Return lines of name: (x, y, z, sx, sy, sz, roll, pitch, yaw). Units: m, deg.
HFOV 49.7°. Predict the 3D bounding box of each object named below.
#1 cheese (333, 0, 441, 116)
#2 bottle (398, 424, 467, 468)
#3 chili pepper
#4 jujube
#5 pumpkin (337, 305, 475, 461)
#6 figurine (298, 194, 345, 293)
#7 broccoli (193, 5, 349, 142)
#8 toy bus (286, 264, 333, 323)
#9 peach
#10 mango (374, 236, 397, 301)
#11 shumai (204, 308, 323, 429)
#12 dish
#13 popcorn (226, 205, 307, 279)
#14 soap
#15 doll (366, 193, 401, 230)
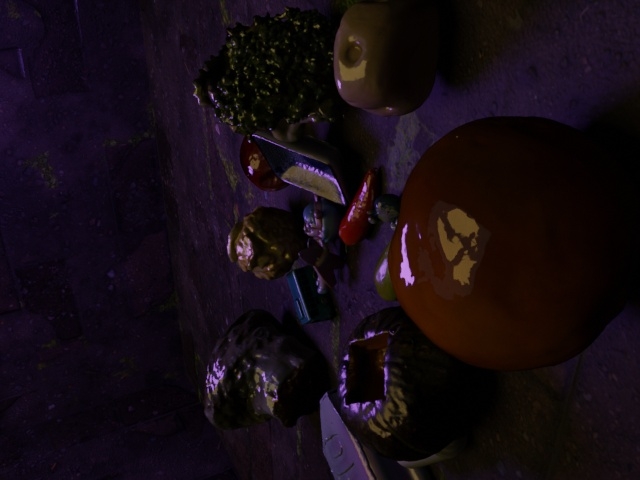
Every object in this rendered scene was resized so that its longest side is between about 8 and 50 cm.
cheese: (0.121, -0.309, 1.174, 0.117, 0.235, 0.218, 23, 153, 36)
bottle: (0.237, 0.418, 1.469, 0.104, 0.104, 0.245, 67, 155, 17)
chili pepper: (0.087, -0.056, 1.571, 0.071, 0.063, 0.272, 48, 144, 23)
jujube: (-0.135, -0.240, 1.838, 0.168, 0.168, 0.236, 101, 162, -45)
pumpkin: (0.161, 0.276, 1.364, 0.320, 0.192, 0.321, -37, 44, 46)
figurine: (0.012, 0.003, 1.748, 0.205, 0.102, 0.260, -75, -15, -59)
broccoli: (-0.089, -0.339, 1.450, 0.272, 0.323, 0.334, -56, 41, 39)
toy bus: (-0.031, 0.153, 1.908, 0.079, 0.091, 0.160, -38, 70, 66)
peach: (0.262, 0.010, 0.925, 0.301, 0.342, 0.343, 26, 131, 31)
mango: (0.155, 0.058, 1.468, 0.091, 0.074, 0.165, 51, 146, 46)
shumai: (-0.145, 0.418, 2.118, 0.323, 0.397, 0.324, 8, 136, 32)
dish: (-0.026, -0.189, 1.628, 0.243, 0.080, 0.182, 25, 161, 31)
popcorn: (-0.155, 0.002, 1.912, 0.217, 0.235, 0.181, 44, 134, 13)
soap: (0.142, 0.579, 1.710, 0.446, 0.156, 0.261, 65, 154, 23)
doll: (0.138, -0.065, 1.449, 0.083, 0.076, 0.051, 103, 179, -58)
